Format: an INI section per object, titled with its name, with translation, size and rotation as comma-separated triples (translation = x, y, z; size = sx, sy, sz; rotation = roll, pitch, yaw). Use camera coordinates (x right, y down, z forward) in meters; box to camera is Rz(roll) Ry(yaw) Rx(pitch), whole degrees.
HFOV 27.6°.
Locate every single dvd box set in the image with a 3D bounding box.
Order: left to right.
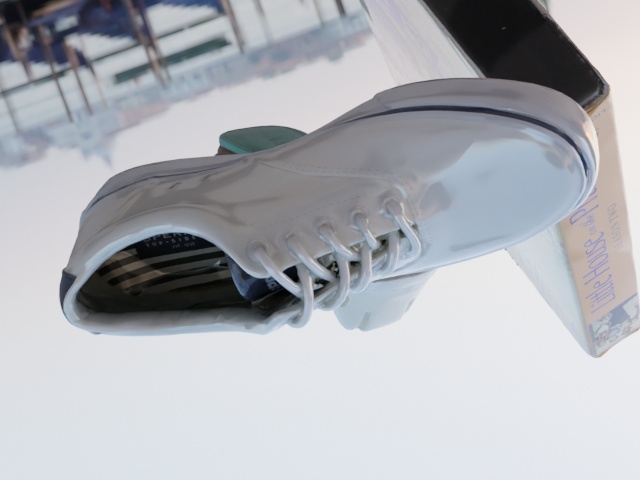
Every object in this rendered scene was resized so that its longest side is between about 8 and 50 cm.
[dvd box set]
translation = 0.127, -0.102, 0.997
size = 0.062, 0.307, 0.420
rotation = -33, 152, 1

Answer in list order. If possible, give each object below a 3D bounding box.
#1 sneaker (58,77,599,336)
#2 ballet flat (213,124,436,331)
[sneaker]
translation = 0.000, 0.000, 0.595
size = 0.258, 0.094, 0.091
rotation = -14, -146, 21
[ballet flat]
translation = 0.011, -0.005, 0.940
size = 0.116, 0.124, 0.342
rotation = -13, -164, -26
